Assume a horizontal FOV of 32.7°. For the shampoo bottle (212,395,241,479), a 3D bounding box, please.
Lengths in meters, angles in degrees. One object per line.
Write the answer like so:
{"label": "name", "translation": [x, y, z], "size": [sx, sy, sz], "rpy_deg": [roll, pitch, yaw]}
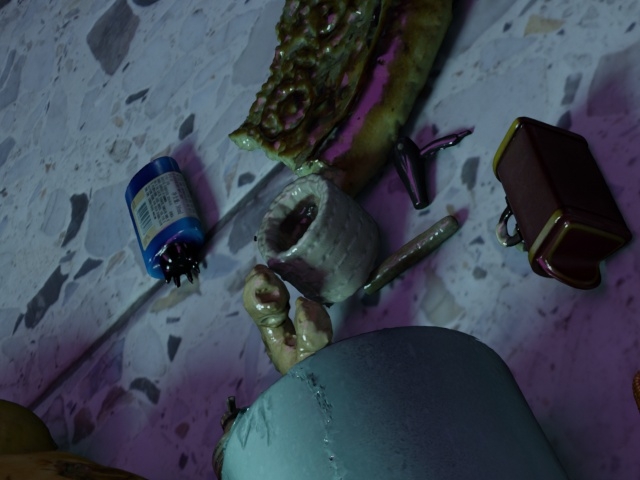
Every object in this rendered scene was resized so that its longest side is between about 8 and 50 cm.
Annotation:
{"label": "shampoo bottle", "translation": [-0.056, 0.219, 1.022], "size": [0.079, 0.079, 0.162], "rpy_deg": [-50, 41, 11]}

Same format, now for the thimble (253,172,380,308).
{"label": "thimble", "translation": [0.000, 0.000, 1.075], "size": [0.102, 0.090, 0.115], "rpy_deg": [-24, 38, 39]}

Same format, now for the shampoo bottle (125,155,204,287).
{"label": "shampoo bottle", "translation": [-0.186, -0.020, 1.315], "size": [0.087, 0.050, 0.183], "rpy_deg": [-42, 43, 16]}

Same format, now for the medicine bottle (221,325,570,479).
{"label": "medicine bottle", "translation": [0.079, 0.242, 0.746], "size": [0.245, 0.245, 0.290], "rpy_deg": [-43, 42, 19]}

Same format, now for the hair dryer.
{"label": "hair dryer", "translation": [0.113, -0.079, 1.071], "size": [0.083, 0.031, 0.079], "rpy_deg": [-28, 60, 21]}

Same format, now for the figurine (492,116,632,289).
{"label": "figurine", "translation": [0.190, -0.018, 0.922], "size": [0.098, 0.082, 0.154], "rpy_deg": [-46, 41, 36]}

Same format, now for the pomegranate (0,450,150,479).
{"label": "pomegranate", "translation": [-0.261, 0.355, 1.003], "size": [0.332, 0.332, 0.333], "rpy_deg": [-24, 52, 35]}

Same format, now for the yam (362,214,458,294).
{"label": "yam", "translation": [0.085, 0.013, 1.045], "size": [0.116, 0.021, 0.021], "rpy_deg": [-39, 45, 24]}

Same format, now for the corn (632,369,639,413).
{"label": "corn", "translation": [0.254, 0.134, 0.792], "size": [0.037, 0.037, 0.092], "rpy_deg": [-34, 48, 27]}

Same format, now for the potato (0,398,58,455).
{"label": "potato", "translation": [-0.437, 0.340, 1.268], "size": [0.295, 0.397, 0.290], "rpy_deg": [-23, 60, -21]}

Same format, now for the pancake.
{"label": "pancake", "translation": [0.028, -0.250, 1.223], "size": [0.304, 0.067, 0.427], "rpy_deg": [9, 76, 49]}

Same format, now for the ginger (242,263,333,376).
{"label": "ginger", "translation": [0.000, 0.106, 0.985], "size": [0.065, 0.149, 0.258], "rpy_deg": [-39, 36, -15]}
